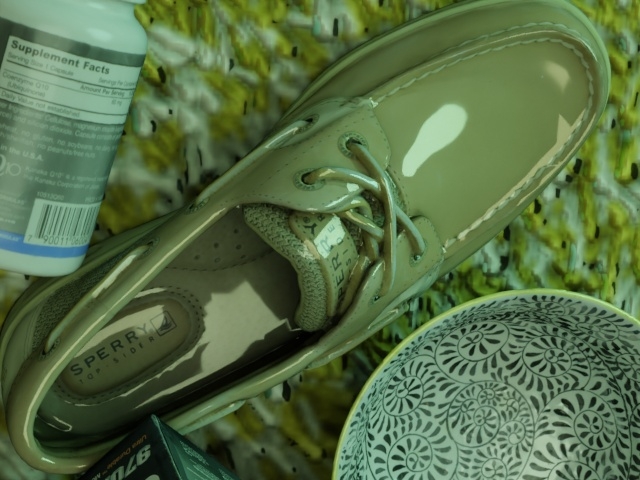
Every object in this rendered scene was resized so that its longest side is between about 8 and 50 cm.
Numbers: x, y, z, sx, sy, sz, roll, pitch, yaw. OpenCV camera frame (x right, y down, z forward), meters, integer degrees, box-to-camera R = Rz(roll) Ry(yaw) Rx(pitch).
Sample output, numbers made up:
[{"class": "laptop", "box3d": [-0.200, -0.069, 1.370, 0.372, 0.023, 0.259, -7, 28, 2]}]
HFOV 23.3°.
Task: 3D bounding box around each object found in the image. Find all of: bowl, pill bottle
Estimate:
[{"class": "bowl", "box3d": [0.078, 0.096, 0.699, 0.170, 0.080, 0.170, -3, 101, -13]}, {"class": "pill bottle", "box3d": [-0.115, -0.061, 0.625, 0.078, 0.078, 0.137, 15, 100, -14]}]

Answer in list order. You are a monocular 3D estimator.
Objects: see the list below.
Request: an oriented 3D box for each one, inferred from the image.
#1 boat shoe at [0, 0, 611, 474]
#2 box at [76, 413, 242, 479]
[{"class": "boat shoe", "box3d": [0.000, 0.000, 0.652, 0.302, 0.098, 0.109, -31, 107, -2]}, {"class": "box", "box3d": [-0.063, 0.193, 0.668, 0.175, 0.051, 0.220, -40, 129, 6]}]
